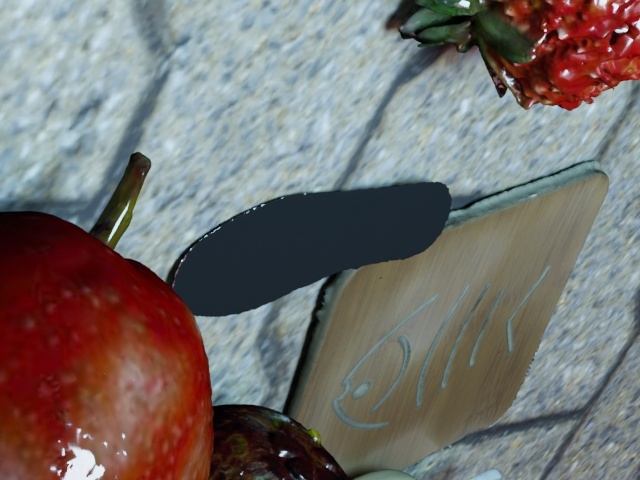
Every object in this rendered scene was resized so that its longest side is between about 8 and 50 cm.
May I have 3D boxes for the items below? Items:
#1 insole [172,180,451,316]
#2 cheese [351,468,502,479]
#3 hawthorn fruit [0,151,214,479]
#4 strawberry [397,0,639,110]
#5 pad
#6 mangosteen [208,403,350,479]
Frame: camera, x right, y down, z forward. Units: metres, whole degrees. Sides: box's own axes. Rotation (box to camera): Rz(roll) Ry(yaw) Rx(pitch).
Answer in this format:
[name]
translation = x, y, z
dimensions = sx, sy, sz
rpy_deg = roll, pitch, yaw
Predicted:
[insole]
translation = 0.000, 0.000, 1.146
dimensions = 0.232, 0.003, 0.080
rpy_deg = -15, 126, -38
[cheese]
translation = 0.041, 0.244, 1.427
dimensions = 0.163, 0.070, 0.249
rpy_deg = -45, 158, 22
[hawthorn fruit]
translation = -0.142, 0.076, 0.895
dimensions = 0.266, 0.210, 0.230
rpy_deg = -58, 146, -16
[strawberry]
translation = 0.191, -0.160, 1.051
dimensions = 0.286, 0.106, 0.188
rpy_deg = -31, 176, -1
[pad]
translation = 0.085, 0.082, 1.353
dimensions = 0.284, 0.018, 0.286
rpy_deg = -19, 140, -38
[mangosteen]
translation = -0.065, 0.195, 1.168
dimensions = 0.184, 0.172, 0.172
rpy_deg = -30, 151, 11
